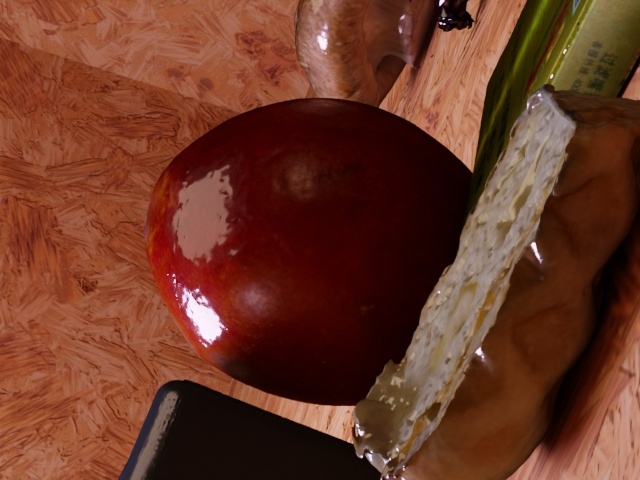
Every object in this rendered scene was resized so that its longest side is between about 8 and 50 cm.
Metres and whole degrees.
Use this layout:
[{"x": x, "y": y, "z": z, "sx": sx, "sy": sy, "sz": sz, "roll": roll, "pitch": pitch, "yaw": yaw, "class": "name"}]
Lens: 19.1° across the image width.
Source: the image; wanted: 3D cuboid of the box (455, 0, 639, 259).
[{"x": 0.154, "y": -0.135, "z": 1.103, "sx": 0.311, "sy": 0.043, "sz": 0.173, "roll": 112, "pitch": 174, "yaw": -47, "class": "box"}]

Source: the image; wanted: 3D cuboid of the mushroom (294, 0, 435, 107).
[{"x": 0.055, "y": -0.265, "z": 2.051, "sx": 0.278, "sy": 0.146, "sz": 0.278, "roll": 19, "pitch": -90, "yaw": -73, "class": "mushroom"}]

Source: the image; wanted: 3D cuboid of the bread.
[{"x": 0.098, "y": 0.030, "z": 0.955, "sx": 0.128, "sy": 0.088, "sz": 0.232, "roll": -109, "pitch": 43, "yaw": -67, "class": "bread"}]

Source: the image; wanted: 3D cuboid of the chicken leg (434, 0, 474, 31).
[{"x": 0.150, "y": -0.305, "z": 1.733, "sx": 0.106, "sy": 0.051, "sz": 0.253, "roll": 105, "pitch": -177, "yaw": -66, "class": "chicken leg"}]

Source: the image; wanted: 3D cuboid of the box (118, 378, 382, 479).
[{"x": -0.025, "y": 0.159, "z": 1.192, "sx": 0.144, "sy": 0.201, "sz": 0.090, "roll": 131, "pitch": 159, "yaw": -81, "class": "box"}]

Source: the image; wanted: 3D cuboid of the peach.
[{"x": 0.000, "y": 0.000, "z": 1.284, "sx": 0.243, "sy": 0.243, "sz": 0.199, "roll": -83, "pitch": 18, "yaw": -66, "class": "peach"}]
